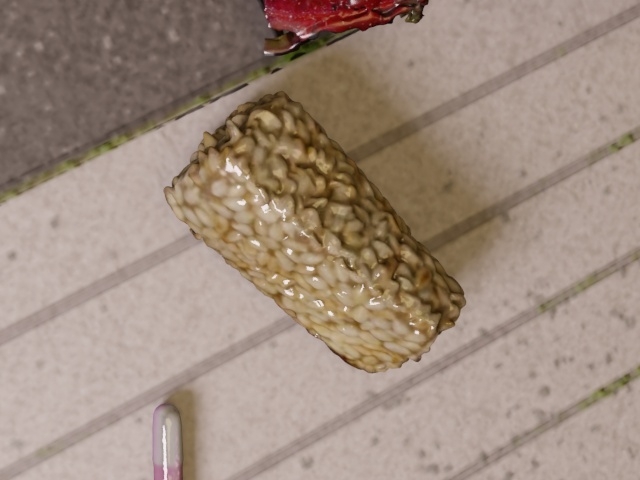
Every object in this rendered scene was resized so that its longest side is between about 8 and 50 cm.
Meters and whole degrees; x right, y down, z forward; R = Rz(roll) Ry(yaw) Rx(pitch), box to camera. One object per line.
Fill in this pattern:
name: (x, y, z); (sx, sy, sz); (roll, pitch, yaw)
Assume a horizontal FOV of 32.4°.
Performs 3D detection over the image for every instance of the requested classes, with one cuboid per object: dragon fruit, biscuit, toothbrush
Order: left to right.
toothbrush: (-0.084, 0.231, 0.607); (0.025, 0.020, 0.286); (-1, 95, -23)
dragon fruit: (-0.002, -0.183, 0.566); (0.102, 0.096, 0.147); (-17, 130, -3)
biscuit: (0.000, 0.000, 0.582); (0.168, 0.082, 0.070); (44, 58, -14)
